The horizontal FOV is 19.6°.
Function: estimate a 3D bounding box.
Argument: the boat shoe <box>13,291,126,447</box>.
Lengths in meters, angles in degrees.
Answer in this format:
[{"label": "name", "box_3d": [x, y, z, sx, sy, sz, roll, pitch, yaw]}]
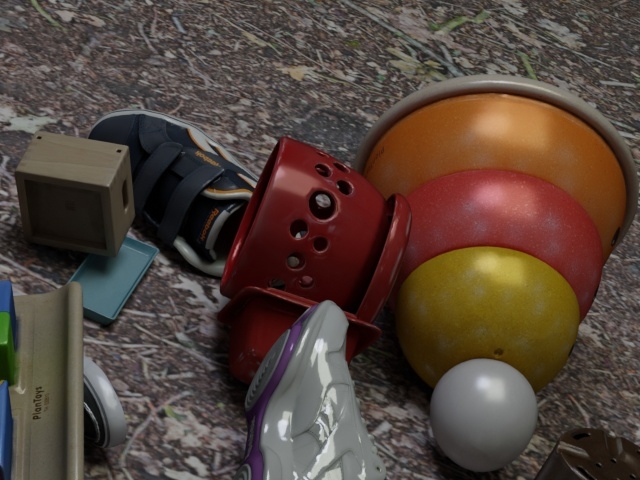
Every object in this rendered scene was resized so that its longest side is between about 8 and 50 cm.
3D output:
[{"label": "boat shoe", "box_3d": [-0.277, 0.132, 1.805, 0.076, 0.080, 0.228, -22, 50, -33]}]

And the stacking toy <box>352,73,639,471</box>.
[{"label": "stacking toy", "box_3d": [0.189, 0.076, 2.126, 0.350, 0.351, 0.480, 18, 45, -9]}]

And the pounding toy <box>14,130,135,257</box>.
[{"label": "pounding toy", "box_3d": [-0.279, -0.052, 2.092, 0.130, 0.141, 0.100, 10, 45, 10]}]

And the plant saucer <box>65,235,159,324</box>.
[{"label": "plant saucer", "box_3d": [-0.237, 0.041, 2.074, 0.067, 0.018, 0.192, 23, 25, 1]}]

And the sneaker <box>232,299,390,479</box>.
[{"label": "sneaker", "box_3d": [-0.001, 0.199, 1.805, 0.152, 0.114, 0.305, 23, 51, -13]}]

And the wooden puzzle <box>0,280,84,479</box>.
[{"label": "wooden puzzle", "box_3d": [-0.369, 0.136, 1.521, 0.347, 0.081, 0.322, -7, 36, -2]}]

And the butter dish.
[{"label": "butter dish", "box_3d": [-0.035, 0.129, 1.961, 0.159, 0.118, 0.160, 19, -19, -10]}]

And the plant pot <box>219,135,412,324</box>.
[{"label": "plant pot", "box_3d": [0.000, 0.000, 2.042, 0.174, 0.191, 0.191, 20, 25, -5]}]

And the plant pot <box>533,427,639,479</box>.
[{"label": "plant pot", "box_3d": [0.260, 0.285, 1.825, 0.167, 0.165, 0.167, 18, 25, -9]}]

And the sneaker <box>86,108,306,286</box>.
[{"label": "sneaker", "box_3d": [-0.150, -0.053, 2.201, 0.321, 0.126, 0.127, 28, 20, 8]}]
